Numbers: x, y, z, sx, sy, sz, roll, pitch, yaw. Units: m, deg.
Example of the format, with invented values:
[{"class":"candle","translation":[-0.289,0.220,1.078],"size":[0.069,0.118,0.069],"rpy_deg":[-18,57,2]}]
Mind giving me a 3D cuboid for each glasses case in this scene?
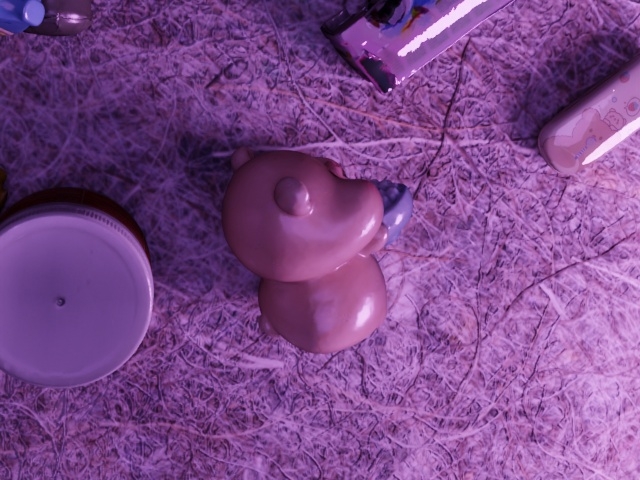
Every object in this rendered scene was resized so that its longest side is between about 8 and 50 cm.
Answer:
[{"class":"glasses case","translation":[0.373,-0.165,1.361],"size":[0.204,0.051,0.081],"rpy_deg":[-38,104,-1]}]

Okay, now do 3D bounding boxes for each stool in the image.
[{"class":"stool","translation":[-0.306,-0.287,1.186],"size":[0.096,0.096,0.110],"rpy_deg":[-1,98,-11]}]

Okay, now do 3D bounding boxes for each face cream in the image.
[{"class":"face cream","translation":[-0.294,0.048,1.208],"size":[0.201,0.187,0.201],"rpy_deg":[-2,102,-10]}]

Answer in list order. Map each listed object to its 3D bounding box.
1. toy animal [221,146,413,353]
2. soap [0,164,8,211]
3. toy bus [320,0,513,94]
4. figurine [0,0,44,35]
[{"class":"toy animal","translation":[-0.017,0.011,1.254],"size":[0.229,0.210,0.221],"rpy_deg":[13,101,-31]},{"class":"soap","translation":[-0.481,0.032,1.092],"size":[0.169,0.338,0.304],"rpy_deg":[42,93,-17]},{"class":"toy bus","translation":[0.140,-0.295,1.272],"size":[0.274,0.090,0.112],"rpy_deg":[-36,114,-1]},{"class":"figurine","translation":[-0.390,-0.314,1.106],"size":[0.262,0.154,0.180],"rpy_deg":[16,117,23]}]
